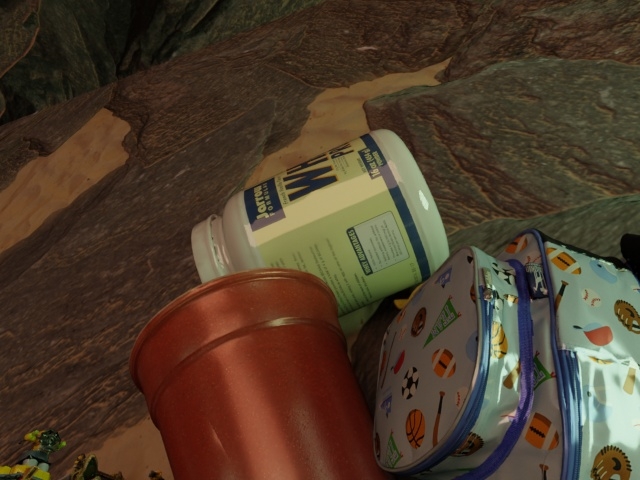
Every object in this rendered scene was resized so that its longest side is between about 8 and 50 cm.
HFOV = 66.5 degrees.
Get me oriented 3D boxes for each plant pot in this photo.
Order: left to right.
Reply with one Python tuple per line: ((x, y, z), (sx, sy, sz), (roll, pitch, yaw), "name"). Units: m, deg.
((-0.052, 0.219, 0.543), (0.272, 0.272, 0.265), (-29, 50, -2), "plant pot")

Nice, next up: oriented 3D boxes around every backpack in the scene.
((0.169, 0.149, 0.435), (0.213, 0.277, 0.263), (11, 49, -9), "backpack")

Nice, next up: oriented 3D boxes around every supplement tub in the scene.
((0.000, 0.000, 0.734), (0.324, 0.235, 0.235), (-24, 41, 4), "supplement tub")

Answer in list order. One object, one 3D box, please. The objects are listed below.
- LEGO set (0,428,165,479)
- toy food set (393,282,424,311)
((-0.283, 0.299, 0.550), (0.255, 0.331, 0.192), (-38, 36, 19), "LEGO set")
((0.204, 0.099, 0.622), (0.217, 0.128, 0.071), (-8, 61, 16), "toy food set")
